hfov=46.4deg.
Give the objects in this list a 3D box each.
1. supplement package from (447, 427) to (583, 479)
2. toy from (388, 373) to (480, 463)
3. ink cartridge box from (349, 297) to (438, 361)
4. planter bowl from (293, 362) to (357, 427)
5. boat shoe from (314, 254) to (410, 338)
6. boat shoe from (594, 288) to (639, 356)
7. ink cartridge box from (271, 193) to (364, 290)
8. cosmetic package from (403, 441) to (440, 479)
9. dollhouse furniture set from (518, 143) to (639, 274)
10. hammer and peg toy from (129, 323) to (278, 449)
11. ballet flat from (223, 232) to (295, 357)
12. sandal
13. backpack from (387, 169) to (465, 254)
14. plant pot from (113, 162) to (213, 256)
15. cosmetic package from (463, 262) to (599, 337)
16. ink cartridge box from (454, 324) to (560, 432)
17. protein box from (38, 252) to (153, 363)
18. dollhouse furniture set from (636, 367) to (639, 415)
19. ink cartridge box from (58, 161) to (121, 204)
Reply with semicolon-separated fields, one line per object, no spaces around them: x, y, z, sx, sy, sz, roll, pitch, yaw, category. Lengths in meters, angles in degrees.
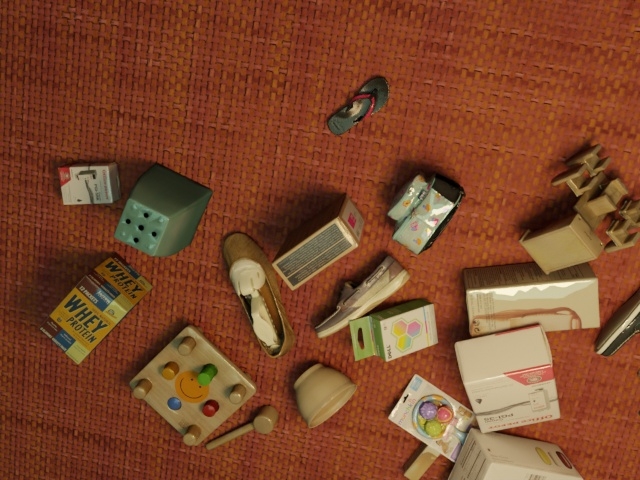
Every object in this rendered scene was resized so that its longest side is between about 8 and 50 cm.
0.482;0.617;1.887;0.261;0.145;0.204;14;108;-16;supplement package
0.312;0.468;1.927;0.237;0.056;0.137;34;81;-6;toy
0.183;0.227;1.844;0.209;0.062;0.109;-15;106;-21;ink cartridge box
-0.001;0.388;1.928;0.109;0.162;0.162;47;108;22;planter bowl
0.091;0.140;1.868;0.285;0.103;0.092;-37;86;18;boat shoe
0.775;0.170;1.774;0.091;0.114;0.302;35;108;3;boat shoe
0.000;0.000;1.765;0.193;0.235;0.088;-34;99;16;ink cartridge box
0.270;0.579;1.984;0.041;0.060;0.115;34;109;-1;cosmetic package
0.595;-0.054;1.713;0.212;0.242;0.161;49;151;-8;dollhouse furniture set
-0.304;0.427;1.980;0.266;0.127;0.361;-43;97;16;hammer and peg toy
-0.160;0.149;1.885;0.116;0.124;0.342;-17;103;11;ballet flat
0.093;-0.311;1.765;0.179;0.040;0.067;-39;97;16;sandal
0.235;-0.066;1.750;0.144;0.166;0.188;27;104;1;backpack
-0.392;-0.061;1.799;0.165;0.234;0.165;26;107;0;plant pot
0.496;0.136;1.783;0.296;0.153;0.129;-6;106;11;cosmetic package
0.454;0.337;1.787;0.207;0.117;0.283;-15;139;12;ink cartridge box
-0.567;0.169;1.904;0.136;0.200;0.201;43;106;-6;protein box
0.835;0.400;1.822;0.129;0.129;0.184;22;107;1;dollhouse furniture set
-0.583;-0.144;1.892;0.135;0.056;0.099;-2;105;9;ink cartridge box
